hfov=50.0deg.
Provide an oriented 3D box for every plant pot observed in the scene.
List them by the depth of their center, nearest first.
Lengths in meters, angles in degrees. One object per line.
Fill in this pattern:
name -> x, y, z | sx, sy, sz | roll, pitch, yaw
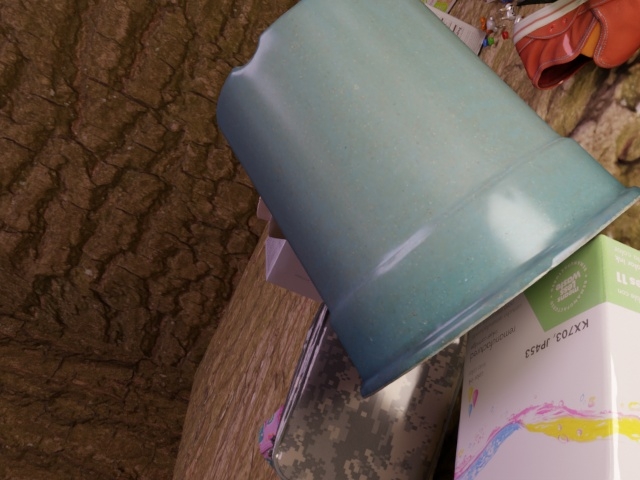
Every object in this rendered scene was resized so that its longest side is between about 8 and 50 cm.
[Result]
plant pot -> 0.083, -0.070, 0.726 | 0.341, 0.334, 0.341 | -36, -11, -8

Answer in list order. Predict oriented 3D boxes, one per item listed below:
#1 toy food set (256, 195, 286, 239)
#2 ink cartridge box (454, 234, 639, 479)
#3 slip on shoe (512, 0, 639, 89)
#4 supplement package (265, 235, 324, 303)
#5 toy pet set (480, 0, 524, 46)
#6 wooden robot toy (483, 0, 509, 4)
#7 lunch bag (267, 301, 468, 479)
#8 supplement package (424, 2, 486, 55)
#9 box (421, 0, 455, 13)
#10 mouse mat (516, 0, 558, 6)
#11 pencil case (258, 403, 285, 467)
toy food set -> -0.086, -0.132, 1.406 | 0.306, 0.092, 0.220 | -132, 55, -78
ink cartridge box -> 0.205, 0.199, 0.549 | 0.207, 0.119, 0.354 | -51, 20, 52
slip on shoe -> 0.354, -0.260, 0.810 | 0.331, 0.123, 0.101 | 168, 89, -68
supplement package -> 0.000, 0.000, 1.596 | 0.198, 0.199, 0.263 | -64, 12, 15
toy pet set -> 0.345, -0.427, 1.272 | 0.122, 0.065, 0.114 | -119, 18, -78
wooden robot toy -> 0.360, -0.496, 1.321 | 0.173, 0.076, 0.079 | -45, 61, 61
lunch bag -> 0.060, 0.226, 0.963 | 0.256, 0.212, 0.305 | 94, -164, -75
supplement package -> 0.210, -0.369, 1.485 | 0.262, 0.145, 0.204 | -135, 68, -76
box -> 0.272, -0.618, 1.739 | 0.203, 0.114, 0.103 | 124, 164, -47
mouse mat -> 0.331, -0.313, 0.809 | 0.152, 0.007, 0.189 | -17, 5, 42
pencil case -> -0.026, 0.346, 1.276 | 0.284, 0.124, 0.124 | 129, 160, -54
